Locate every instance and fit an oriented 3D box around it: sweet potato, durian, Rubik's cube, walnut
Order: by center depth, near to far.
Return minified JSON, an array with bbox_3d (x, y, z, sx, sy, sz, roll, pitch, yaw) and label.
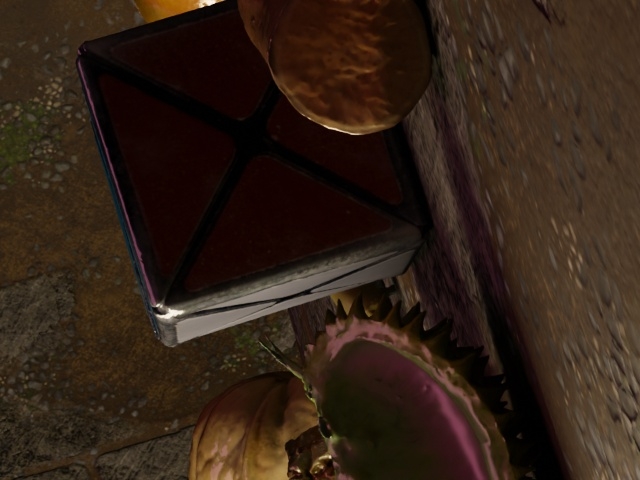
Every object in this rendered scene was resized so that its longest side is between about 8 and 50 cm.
[{"bbox_3d":[0.086,0.199,1.469,0.157,0.169,0.355,83,168,-76],"label":"durian"},{"bbox_3d":[-0.009,-0.193,1.520,0.336,0.131,0.131,-119,13,-63],"label":"sweet potato"},{"bbox_3d":[-0.064,-0.063,1.790,0.260,0.255,0.259,94,160,-79],"label":"Rubik's cube"},{"bbox_3d":[-0.012,0.276,2.304,0.285,0.296,0.285,6,-97,-55],"label":"walnut"}]

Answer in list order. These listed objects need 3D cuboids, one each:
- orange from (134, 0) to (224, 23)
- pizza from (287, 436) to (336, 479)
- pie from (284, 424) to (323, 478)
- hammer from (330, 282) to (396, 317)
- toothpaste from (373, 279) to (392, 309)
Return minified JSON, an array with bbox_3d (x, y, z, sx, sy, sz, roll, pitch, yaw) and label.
[{"bbox_3d":[-0.140,-0.328,2.246,0.240,0.171,0.240,167,90,-83],"label":"orange"},{"bbox_3d":[0.046,0.162,1.671,0.069,0.194,0.154,60,-177,-17],"label":"pizza"},{"bbox_3d":[0.118,0.376,1.788,0.418,0.180,0.395,62,-177,-13],"label":"pie"},{"bbox_3d":[0.000,0.000,2.144,0.305,0.113,0.202,52,143,45],"label":"hammer"},{"bbox_3d":[0.056,0.064,2.209,0.046,0.034,0.164,88,165,-60],"label":"toothpaste"}]
